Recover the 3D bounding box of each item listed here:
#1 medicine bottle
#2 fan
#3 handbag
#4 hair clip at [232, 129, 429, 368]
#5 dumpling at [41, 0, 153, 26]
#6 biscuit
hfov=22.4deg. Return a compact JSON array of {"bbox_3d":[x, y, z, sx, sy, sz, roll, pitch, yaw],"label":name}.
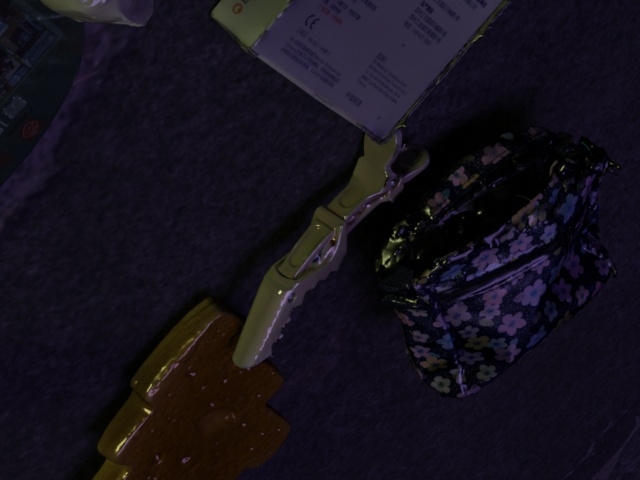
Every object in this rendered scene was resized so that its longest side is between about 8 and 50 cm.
[{"bbox_3d":[0.041,-0.167,1.094,0.171,0.052,0.201,-50,148,8],"label":"medicine bottle"},{"bbox_3d":[-0.227,-0.102,0.886,0.223,0.012,0.294,-32,146,-22],"label":"fan"},{"bbox_3d":[0.143,0.011,1.354,0.229,0.127,0.207,-36,142,-14],"label":"handbag"},{"bbox_3d":[0.000,0.000,1.231,0.226,0.034,0.072,-50,148,-8],"label":"hair clip"},{"bbox_3d":[-0.129,-0.152,0.899,0.052,0.076,0.057,135,-34,-85],"label":"dumpling"},{"bbox_3d":[-0.104,0.138,1.289,0.212,0.041,0.238,-20,135,-36],"label":"biscuit"}]
